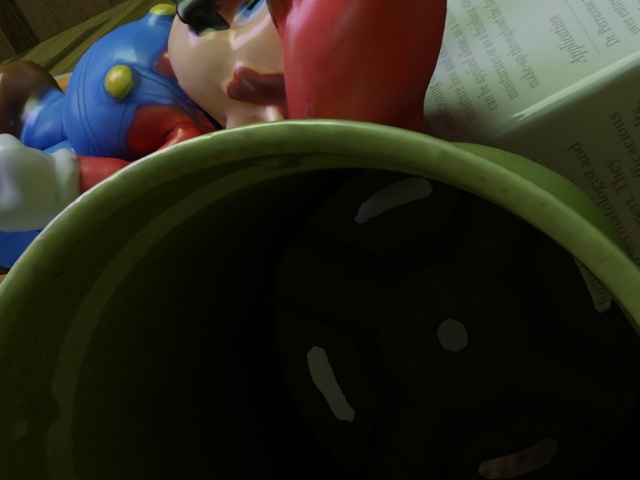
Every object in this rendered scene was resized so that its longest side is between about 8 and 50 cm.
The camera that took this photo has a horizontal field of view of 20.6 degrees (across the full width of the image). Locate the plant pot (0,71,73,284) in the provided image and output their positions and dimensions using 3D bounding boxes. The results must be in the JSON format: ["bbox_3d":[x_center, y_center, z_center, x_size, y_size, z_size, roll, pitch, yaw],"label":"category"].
[{"bbox_3d":[-0.172,-0.021,1.310,0.205,0.188,0.205,-13,19,5],"label":"plant pot"}]

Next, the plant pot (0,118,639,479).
[{"bbox_3d":[0.033,0.070,0.702,0.276,0.276,0.254,-24,5,19],"label":"plant pot"}]

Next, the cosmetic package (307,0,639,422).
[{"bbox_3d":[0.060,-0.023,0.978,0.453,0.161,0.230,-27,29,8],"label":"cosmetic package"}]

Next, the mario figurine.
[{"bbox_3d":[-0.082,-0.098,0.881,0.320,0.198,0.170,-20,-25,37],"label":"mario figurine"}]
